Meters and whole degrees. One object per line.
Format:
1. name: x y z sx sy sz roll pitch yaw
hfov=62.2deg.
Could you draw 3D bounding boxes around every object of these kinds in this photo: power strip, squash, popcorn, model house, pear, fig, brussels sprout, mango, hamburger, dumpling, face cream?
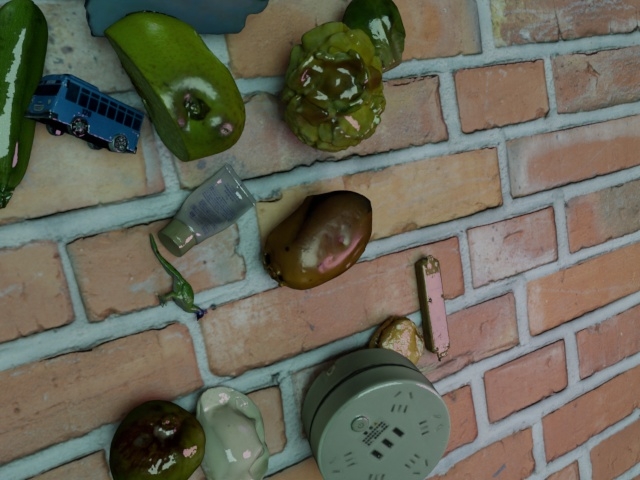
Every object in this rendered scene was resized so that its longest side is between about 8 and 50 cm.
1. power strip: 0.310 0.187 1.465 0.064 0.044 0.305 -13 99 -26
2. squash: -0.557 -0.244 0.947 0.101 0.101 0.379 7 93 -28
3. popcorn: 0.025 -0.329 1.161 0.258 0.224 0.270 71 35 -54
4. model house: -0.286 -0.608 0.985 0.360 0.297 0.339 -13 69 -25
5. pear: -0.237 -0.271 0.974 0.159 0.292 0.292 -33 108 -14
6. power strip: 0.141 0.450 1.286 0.357 0.161 0.357 -5 109 -16
7. fig: -0.337 0.431 1.079 0.181 0.181 0.191 30 109 -26
8. brussels sprout: 0.126 -0.489 1.259 0.161 0.143 0.181 -15 90 -60
9. mango: 0.000 0.000 1.227 0.287 0.152 0.201 -40 102 -21
10. hamburger: 0.203 0.278 1.395 0.147 0.083 0.138 -45 108 -19
11. dumpling: -0.193 0.447 1.197 0.179 0.131 0.252 -14 79 -45
12. face cream: -0.245 -0.059 1.154 0.224 0.070 0.114 -47 114 -30

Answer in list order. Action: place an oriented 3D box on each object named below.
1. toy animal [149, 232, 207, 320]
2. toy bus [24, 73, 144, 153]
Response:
1. toy animal: -0.323 0.093 1.125 0.075 0.041 0.217 -45 112 -37
2. toy bus: -0.430 -0.231 0.979 0.184 0.090 0.106 21 83 -57
